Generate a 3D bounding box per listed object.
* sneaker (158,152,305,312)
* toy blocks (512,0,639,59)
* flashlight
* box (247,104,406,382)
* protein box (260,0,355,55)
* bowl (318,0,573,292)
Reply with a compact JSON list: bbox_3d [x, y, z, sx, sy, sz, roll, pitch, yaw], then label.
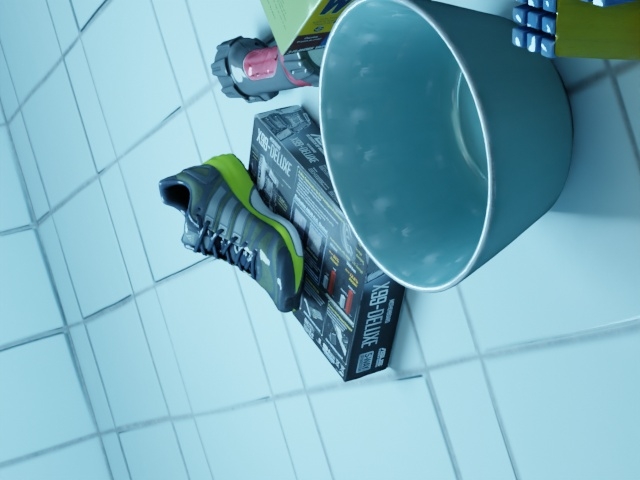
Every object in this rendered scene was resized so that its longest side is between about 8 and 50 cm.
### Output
[{"bbox_3d":[-0.119,-0.001,1.799,0.300,0.121,0.111,49,144,40],"label":"sneaker"},{"bbox_3d":[0.264,-0.205,1.009,0.381,0.261,0.190,35,133,51],"label":"toy blocks"},{"bbox_3d":[-0.056,-0.245,1.756,0.304,0.103,0.103,6,83,62],"label":"flashlight"},{"bbox_3d":[0.000,0.000,1.797,0.307,0.077,0.242,49,143,39],"label":"box"},{"bbox_3d":[0.013,-0.355,1.528,0.201,0.136,0.199,-45,64,60],"label":"protein box"},{"bbox_3d":[0.144,-0.115,1.381,0.311,0.163,0.311,36,134,49],"label":"bowl"}]
